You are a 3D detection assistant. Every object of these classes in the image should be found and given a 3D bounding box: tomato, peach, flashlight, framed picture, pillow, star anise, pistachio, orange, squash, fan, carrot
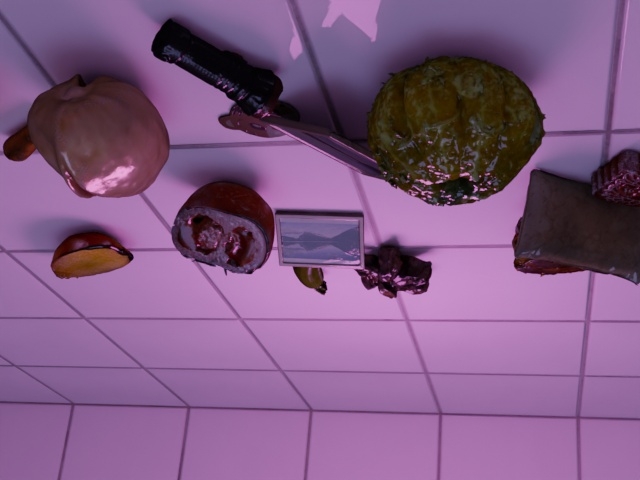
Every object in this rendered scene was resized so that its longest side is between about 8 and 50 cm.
[{"bbox_3d":[-0.194,-0.042,2.111,0.214,0.155,0.181,22,134,-3],"label":"tomato"},{"bbox_3d":[-0.581,0.034,2.467,0.279,0.068,0.189,-20,154,40],"label":"peach"},{"bbox_3d":[-0.173,-0.292,1.658,0.232,0.093,0.093,29,147,-32],"label":"flashlight"},{"bbox_3d":[0.052,-0.162,1.834,0.289,0.016,0.213,24,178,-41],"label":"framed picture"},{"bbox_3d":[0.541,-0.024,1.983,0.302,0.185,0.075,12,176,-15],"label":"pillow"},{"bbox_3d":[0.182,0.089,2.399,0.214,0.099,0.220,-6,155,45],"label":"star anise"},{"bbox_3d":[0.000,0.000,2.248,0.203,0.015,0.150,2,125,7],"label":"framed picture"},{"bbox_3d":[-0.397,-0.182,1.765,0.229,0.230,0.309,0,164,10],"label":"pistachio"},{"bbox_3d":[0.233,-0.177,1.660,0.300,0.223,0.301,19,152,-40],"label":"orange"},{"bbox_3d":[-0.030,0.054,2.391,0.080,0.071,0.318,21,155,14],"label":"squash"},{"bbox_3d":[-0.072,-0.220,1.875,0.226,0.008,0.152,16,154,-22],"label":"fan"},{"bbox_3d":[-0.579,-0.207,1.959,0.055,0.055,0.161,24,143,-35],"label":"carrot"}]

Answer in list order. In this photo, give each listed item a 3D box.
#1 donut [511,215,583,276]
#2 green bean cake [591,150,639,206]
[{"bbox_3d":[0.516,-0.002,2.132,0.216,0.096,0.230,-6,153,19],"label":"donut"},{"bbox_3d":[0.613,-0.115,1.913,0.135,0.056,0.136,13,155,-14],"label":"green bean cake"}]
